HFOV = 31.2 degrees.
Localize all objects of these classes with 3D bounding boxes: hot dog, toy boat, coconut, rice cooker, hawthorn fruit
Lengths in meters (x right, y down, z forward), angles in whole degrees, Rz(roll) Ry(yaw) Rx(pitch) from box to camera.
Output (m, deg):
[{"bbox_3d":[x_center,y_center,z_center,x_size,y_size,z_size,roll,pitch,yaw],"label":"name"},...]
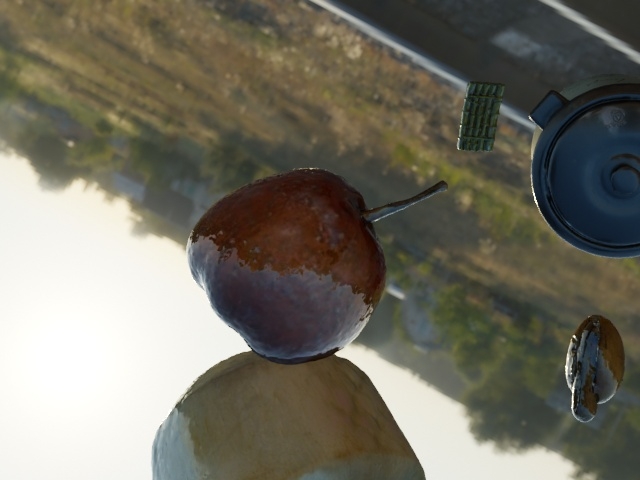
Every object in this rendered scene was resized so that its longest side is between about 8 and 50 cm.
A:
[{"bbox_3d":[0.366,0.171,1.549,0.060,0.140,0.090,2,-169,-28],"label":"hot dog"},{"bbox_3d":[0.258,-0.200,1.852,0.063,0.115,0.016,1,-157,-13],"label":"toy boat"},{"bbox_3d":[-0.050,0.362,1.680,0.415,0.415,0.345,26,150,28],"label":"coconut"},{"bbox_3d":[0.411,-0.110,1.594,0.280,0.241,0.227,41,-162,-5],"label":"rice cooker"},{"bbox_3d":[-0.037,0.016,1.361,0.231,0.263,0.235,27,-160,28],"label":"hawthorn fruit"}]
